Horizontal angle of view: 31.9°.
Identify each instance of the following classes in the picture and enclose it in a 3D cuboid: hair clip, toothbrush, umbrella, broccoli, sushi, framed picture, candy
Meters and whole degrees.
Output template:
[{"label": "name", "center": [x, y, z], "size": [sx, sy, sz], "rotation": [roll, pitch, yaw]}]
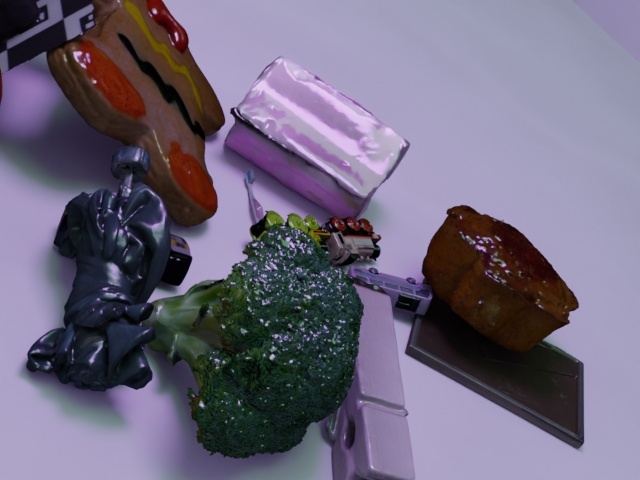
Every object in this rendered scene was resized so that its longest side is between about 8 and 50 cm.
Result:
[{"label": "hair clip", "center": [0.053, 0.191, 1.400], "size": [0.085, 0.101, 0.330], "rotation": [25, 33, -18]}, {"label": "toothbrush", "center": [-0.095, -0.039, 1.676], "size": [0.017, 0.022, 0.204], "rotation": [13, 38, -22]}, {"label": "umbrella", "center": [-0.246, 0.017, 1.312], "size": [0.143, 0.094, 0.348], "rotation": [4, 51, -1]}, {"label": "broccoli", "center": [-0.088, 0.124, 1.278], "size": [0.269, 0.254, 0.269], "rotation": [-7, 24, 3]}, {"label": "sushi", "center": [-0.473, -0.357, 1.539], "size": [0.100, 0.296, 0.373], "rotation": [59, 9, -41]}, {"label": "framed picture", "center": [0.269, 0.176, 1.683], "size": [0.289, 0.016, 0.213], "rotation": [29, 30, -4]}, {"label": "candy", "center": [-0.007, -0.160, 1.778], "size": [0.265, 0.115, 0.155], "rotation": [33, 63, 4]}]

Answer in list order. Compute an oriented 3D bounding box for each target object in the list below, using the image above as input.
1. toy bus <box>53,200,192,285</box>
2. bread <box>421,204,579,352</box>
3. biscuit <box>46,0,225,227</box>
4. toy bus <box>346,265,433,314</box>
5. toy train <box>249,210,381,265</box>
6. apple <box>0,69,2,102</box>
[{"label": "toy bus", "center": [-0.252, 0.004, 1.440], "size": [0.172, 0.057, 0.072], "rotation": [19, 24, -20]}, {"label": "bread", "center": [0.262, 0.053, 1.676], "size": [0.247, 0.135, 0.232], "rotation": [44, 19, 8]}, {"label": "biscuit", "center": [-0.252, -0.244, 1.620], "size": [0.368, 0.076, 0.394], "rotation": [52, 20, -29]}, {"label": "toy bus", "center": [0.101, 0.073, 1.647], "size": [0.131, 0.036, 0.052], "rotation": [15, 26, -10]}, {"label": "toy train", "center": [0.000, 0.000, 1.663], "size": [0.250, 0.053, 0.085], "rotation": [2, 53, -48]}, {"label": "apple", "center": [-0.510, -0.195, 1.328], "size": [0.272, 0.206, 0.251], "rotation": [34, 60, 3]}]
